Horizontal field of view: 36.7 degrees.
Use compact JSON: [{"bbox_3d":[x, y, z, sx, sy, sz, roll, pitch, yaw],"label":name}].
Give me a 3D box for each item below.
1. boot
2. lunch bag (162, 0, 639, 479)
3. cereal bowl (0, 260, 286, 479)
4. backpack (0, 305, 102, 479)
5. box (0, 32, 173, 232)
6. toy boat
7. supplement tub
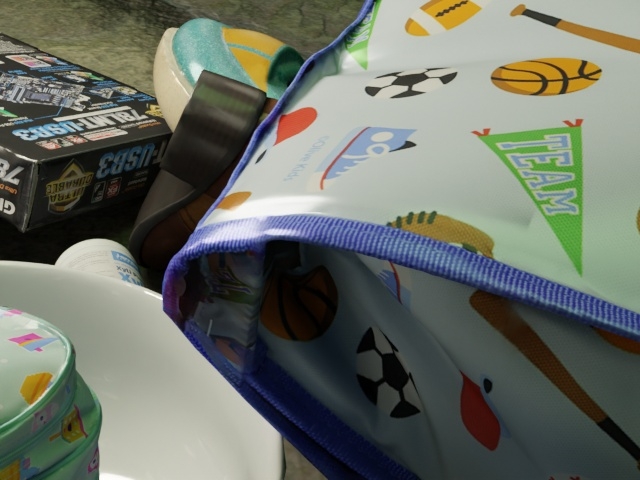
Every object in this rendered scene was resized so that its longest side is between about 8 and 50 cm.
[{"bbox_3d":[0.000,0.000,0.776,0.280,0.264,0.096,25,52,-9],"label":"boot"},{"bbox_3d":[0.156,0.001,0.511,0.385,0.239,0.328,23,46,8],"label":"lunch bag"},{"bbox_3d":[-0.189,0.151,0.481,0.338,0.141,0.339,4,30,-2],"label":"cereal bowl"},{"bbox_3d":[-0.155,0.098,0.326,0.152,0.115,0.182,24,32,34],"label":"backpack"},{"bbox_3d":[-0.294,-0.117,0.919,0.293,0.073,0.295,24,22,16],"label":"box"},{"bbox_3d":[-0.018,-0.140,0.962,0.267,0.148,0.318,41,25,4],"label":"toy boat"},{"bbox_3d":[-0.162,0.053,0.728,0.071,0.071,0.107,-6,33,-19],"label":"supplement tub"}]
